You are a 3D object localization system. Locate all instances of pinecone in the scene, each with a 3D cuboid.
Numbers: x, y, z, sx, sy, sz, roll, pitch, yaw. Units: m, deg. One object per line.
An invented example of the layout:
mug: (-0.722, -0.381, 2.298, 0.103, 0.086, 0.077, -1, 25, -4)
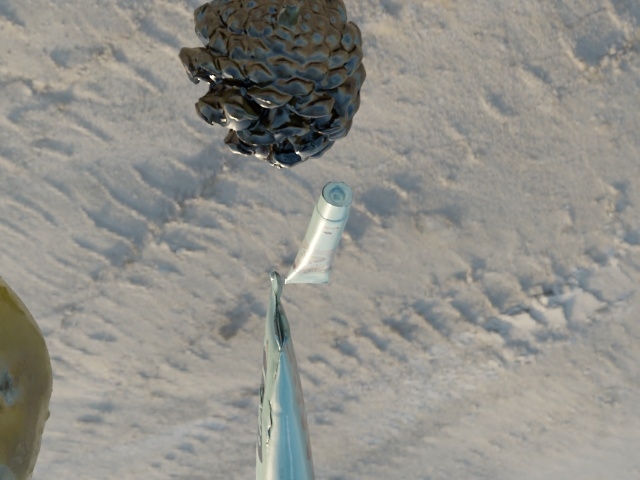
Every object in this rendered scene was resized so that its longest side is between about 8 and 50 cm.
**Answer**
pinecone: (-0.051, -0.203, 1.034, 0.243, 0.243, 0.257, -6, 132, 8)

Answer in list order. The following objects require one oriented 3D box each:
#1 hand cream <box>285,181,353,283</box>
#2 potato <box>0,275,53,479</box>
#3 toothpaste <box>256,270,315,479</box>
hand cream: (0.000, 0.000, 1.416, 0.085, 0.058, 0.331, -4, 155, -13)
potato: (-0.309, 0.113, 0.586, 0.243, 0.285, 0.242, 5, 154, 2)
toothpaste: (-0.019, 0.117, 0.435, 0.036, 0.056, 0.205, -5, 121, -7)
